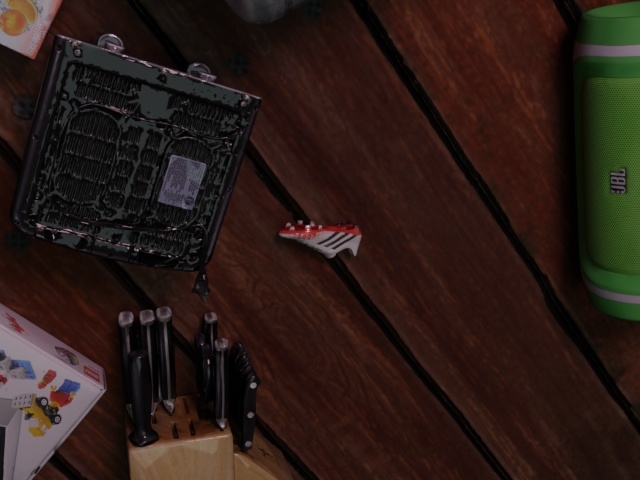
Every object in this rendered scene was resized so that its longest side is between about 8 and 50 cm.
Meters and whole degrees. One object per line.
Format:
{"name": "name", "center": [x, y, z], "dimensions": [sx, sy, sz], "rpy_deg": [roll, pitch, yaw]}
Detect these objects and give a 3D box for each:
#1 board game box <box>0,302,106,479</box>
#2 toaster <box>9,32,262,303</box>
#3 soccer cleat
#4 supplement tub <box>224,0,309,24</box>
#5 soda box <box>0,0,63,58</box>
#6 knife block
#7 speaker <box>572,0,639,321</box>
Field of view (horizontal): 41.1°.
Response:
{"name": "board game box", "center": [-0.368, 0.114, 0.735], "dimensions": [0.305, 0.053, 0.193], "rpy_deg": [39, 93, -24]}
{"name": "toaster", "center": [-0.155, -0.066, 0.706], "dimensions": [0.168, 0.110, 0.185], "rpy_deg": [14, 103, -20]}
{"name": "soccer cleat", "center": [0.000, 0.000, 0.819], "dimensions": [0.083, 0.029, 0.035], "rpy_deg": [-1, 104, -21]}
{"name": "supplement tub", "center": [0.042, -0.324, 0.624], "dimensions": [0.338, 0.207, 0.207], "rpy_deg": [-31, 114, -4]}
{"name": "soda box", "center": [-0.212, -0.236, 0.660], "dimensions": [0.063, 0.058, 0.183], "rpy_deg": [25, 99, -22]}
{"name": "knife block", "center": [-0.153, 0.209, 0.812], "dimensions": [0.242, 0.088, 0.275], "rpy_deg": [42, 93, -23]}
{"name": "speaker", "center": [0.314, -0.075, 0.831], "dimensions": [0.131, 0.131, 0.296], "rpy_deg": [-13, 111, -12]}
